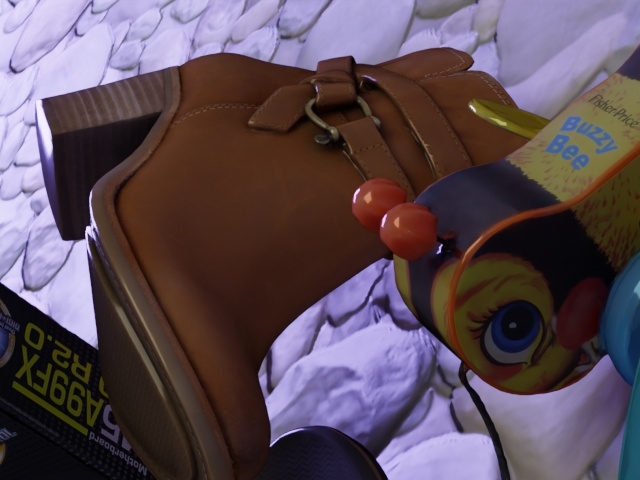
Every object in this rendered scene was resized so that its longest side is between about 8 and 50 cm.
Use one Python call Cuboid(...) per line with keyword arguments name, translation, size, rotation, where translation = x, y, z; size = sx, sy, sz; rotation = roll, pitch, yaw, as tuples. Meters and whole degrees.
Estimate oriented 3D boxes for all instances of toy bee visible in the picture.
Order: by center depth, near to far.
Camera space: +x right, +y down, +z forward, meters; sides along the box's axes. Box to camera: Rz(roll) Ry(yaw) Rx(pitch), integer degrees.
Cuboid(name="toy bee", translation=(0.102, 0.004, 0.761), size=(0.195, 0.162, 0.298), rotation=(7, 64, 51))

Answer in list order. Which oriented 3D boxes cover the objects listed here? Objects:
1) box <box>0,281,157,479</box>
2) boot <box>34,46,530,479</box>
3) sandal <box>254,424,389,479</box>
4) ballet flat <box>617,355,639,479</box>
Cuboid(name="box", translation=(-0.198, 0.125, 0.956), size=(0.270, 0.216, 0.060), rotation=(-25, 41, 33))
Cuboid(name="boot", translation=(0.000, 0.000, 0.887), size=(0.220, 0.109, 0.283), rotation=(-10, 31, -13))
Cuboid(name="sandal", translation=(-0.019, 0.169, 0.837), size=(0.090, 0.060, 0.219), rotation=(-22, 43, 37))
Cuboid(name="ballet flat", translation=(0.139, 0.150, 0.608), size=(0.123, 0.123, 0.349), rotation=(-9, 57, 46))
